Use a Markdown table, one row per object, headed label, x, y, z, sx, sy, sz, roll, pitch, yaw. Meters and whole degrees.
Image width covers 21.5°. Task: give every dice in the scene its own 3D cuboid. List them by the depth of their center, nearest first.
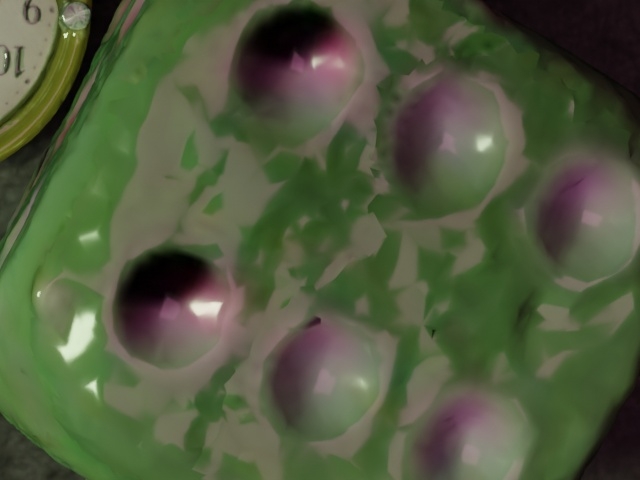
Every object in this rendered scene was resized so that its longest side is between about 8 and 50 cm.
| label | x | y | z | sx | sy | sz | roll | pitch | yaw |
| --- | --- | --- | --- | --- | --- | --- | --- | --- | --- |
| dice | 0.000 | 0.000 | 0.964 | 0.322 | 0.330 | 0.318 | 27 | 96 | -13 |

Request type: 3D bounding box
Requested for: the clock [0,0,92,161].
| label | x | y | z | sx | sy | sz | roll | pitch | yaw |
| --- | --- | --- | --- | --- | --- | --- | --- | --- | --- |
| clock | -0.257 | -0.150 | 1.041 | 0.237 | 0.057 | 0.237 | -1 | 99 | -6 |
